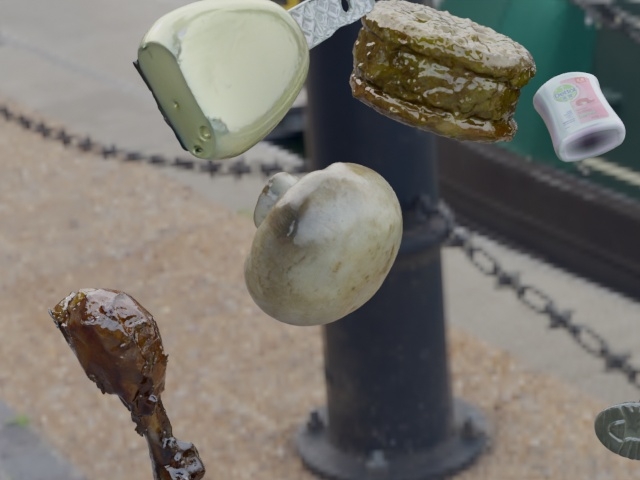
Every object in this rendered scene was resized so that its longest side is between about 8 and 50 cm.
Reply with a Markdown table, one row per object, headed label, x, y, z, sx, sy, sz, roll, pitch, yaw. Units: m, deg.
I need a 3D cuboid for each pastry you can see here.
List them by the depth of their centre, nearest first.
| label | x | y | z | sx | sy | sz | roll | pitch | yaw |
| --- | --- | --- | --- | --- | --- | --- | --- | --- | --- |
| pastry | 0.122 | -0.170 | 1.610 | 0.188 | 0.103 | 0.189 | 16 | 18 | -5 |

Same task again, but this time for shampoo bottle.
| label | x | y | z | sx | sy | sz | roll | pitch | yaw |
| --- | --- | --- | --- | --- | --- | --- | --- | --- | --- |
| shampoo bottle | 0.258 | -0.130 | 1.617 | 0.072 | 0.043 | 0.099 | -17 | 46 | 0 |

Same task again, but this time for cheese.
| label | x | y | z | sx | sy | sz | roll | pitch | yaw |
| --- | --- | --- | --- | --- | --- | --- | --- | --- | --- |
| cheese | -0.039 | -0.165 | 1.340 | 0.251 | 0.127 | 0.054 | -36 | 11 | -38 |

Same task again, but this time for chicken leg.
| label | x | y | z | sx | sy | sz | roll | pitch | yaw |
| --- | --- | --- | --- | --- | --- | --- | --- | --- | --- |
| chicken leg | -0.193 | 0.165 | 1.714 | 0.093 | 0.304 | 0.113 | -36 | 40 | -20 |

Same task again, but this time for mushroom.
| label | x | y | z | sx | sy | sz | roll | pitch | yaw |
| --- | --- | --- | --- | --- | --- | --- | --- | --- | --- |
| mushroom | 0.000 | 0.000 | 1.484 | 0.166 | 0.166 | 0.127 | -21 | 54 | -36 |

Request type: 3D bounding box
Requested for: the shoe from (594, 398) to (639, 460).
| label | x | y | z | sx | sy | sz | roll | pitch | yaw |
| --- | --- | --- | --- | --- | --- | --- | --- | --- | --- |
| shoe | 0.418 | 0.224 | 1.999 | 0.169 | 0.071 | 0.099 | 0 | 13 | -6 |
